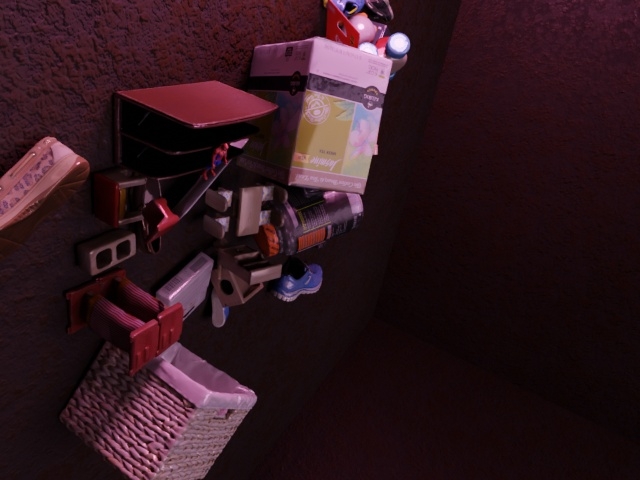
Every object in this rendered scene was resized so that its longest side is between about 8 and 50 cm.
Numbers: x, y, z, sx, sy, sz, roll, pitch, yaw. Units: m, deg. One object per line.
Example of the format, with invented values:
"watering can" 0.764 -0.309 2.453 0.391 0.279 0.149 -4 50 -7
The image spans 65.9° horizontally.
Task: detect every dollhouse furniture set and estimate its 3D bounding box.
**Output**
"dollhouse furniture set" -0.187 -0.026 1.355 0.212 0.161 0.242 -12 120 -44
"dollhouse furniture set" -0.406 0.064 1.027 0.152 0.201 0.374 -37 146 -53

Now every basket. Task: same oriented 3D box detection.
"basket" -0.399 0.426 1.268 0.266 0.331 0.328 -60 159 -10

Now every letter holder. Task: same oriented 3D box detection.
"letter holder" -0.251 -0.232 1.067 0.302 0.215 0.152 -36 144 -55

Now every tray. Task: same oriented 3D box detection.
"tray" -0.290 -0.153 1.249 0.270 0.030 0.145 -56 -162 -25

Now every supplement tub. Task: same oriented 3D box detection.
"supplement tub" -0.049 -0.081 1.611 0.338 0.207 0.207 -21 140 -21

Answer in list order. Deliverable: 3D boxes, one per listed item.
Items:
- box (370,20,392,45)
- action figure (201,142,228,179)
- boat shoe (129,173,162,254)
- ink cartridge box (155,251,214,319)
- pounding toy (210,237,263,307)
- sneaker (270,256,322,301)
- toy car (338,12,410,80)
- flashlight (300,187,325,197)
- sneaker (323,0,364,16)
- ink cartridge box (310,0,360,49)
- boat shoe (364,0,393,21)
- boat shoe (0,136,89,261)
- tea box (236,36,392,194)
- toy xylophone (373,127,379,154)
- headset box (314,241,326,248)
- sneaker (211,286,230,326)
"box" 0.193 -0.693 1.822 0.153 0.108 0.207 -67 159 5
"action figure" -0.217 -0.168 1.037 0.038 0.030 0.115 -29 169 -38
"boat shoe" -0.386 -0.065 1.124 0.073 0.073 0.206 -34 141 -54
"ink cartridge box" -0.393 0.158 1.416 0.181 0.056 0.224 -49 173 -39
"pounding toy" -0.290 0.094 1.501 0.181 0.094 0.206 -40 112 -59
"sneaker" -0.076 0.143 2.050 0.330 0.130 0.147 -22 135 -62
"toy car" 0.154 -0.655 1.615 0.210 0.237 0.219 -19 177 -7
"flashlight" -0.042 -0.287 1.501 0.103 0.103 0.303 23 51 -77
"sneaker" 0.092 -0.720 1.523 0.209 0.082 0.069 -32 156 -52
"ink cartridge box" 0.034 -0.525 1.423 0.060 0.275 0.238 -12 136 -13
"boat shoe" 0.208 -0.841 1.777 0.079 0.084 0.233 -32 177 18
"boat shoe" -0.517 -0.054 0.814 0.285 0.089 0.104 -52 -178 -28
"tea box" -0.032 -0.306 1.235 0.220 0.329 0.323 3 103 -31
"toy xylophone" 0.103 -0.381 1.514 0.081 0.236 0.322 -4 107 -21
"headset box" 0.000 0.000 2.219 0.083 0.032 0.062 -23 133 -64
"sneaker" -0.323 0.201 1.608 0.084 0.058 0.152 163 -71 -85
